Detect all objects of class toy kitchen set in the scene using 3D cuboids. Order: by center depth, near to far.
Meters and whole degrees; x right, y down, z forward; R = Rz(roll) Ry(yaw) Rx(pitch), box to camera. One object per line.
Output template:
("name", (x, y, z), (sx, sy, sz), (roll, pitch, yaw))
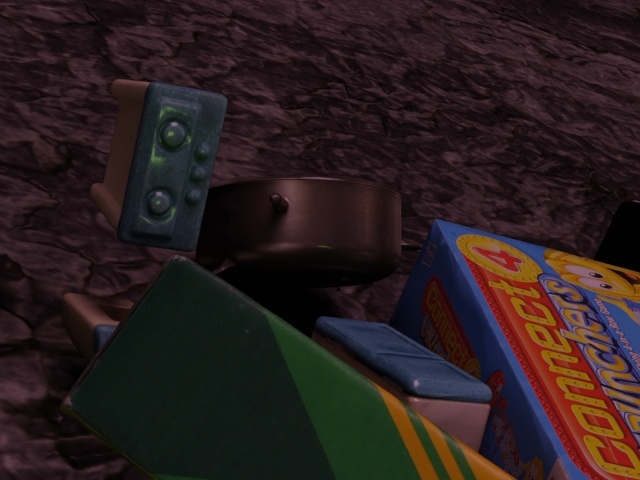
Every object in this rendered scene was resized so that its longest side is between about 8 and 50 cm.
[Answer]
("toy kitchen set", (-0.012, 0.015, 0.736), (0.207, 0.166, 0.122), (8, 11, -29))

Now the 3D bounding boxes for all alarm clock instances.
("alarm clock", (0.000, 0.000, 0.892), (0.129, 0.064, 0.192), (-8, -9, 43))

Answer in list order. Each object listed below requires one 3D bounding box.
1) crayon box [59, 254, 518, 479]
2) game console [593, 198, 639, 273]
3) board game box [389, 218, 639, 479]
("crayon box", (0.071, 0.142, 0.548), (0.318, 0.081, 0.202), (33, -7, 27))
("game console", (0.246, 0.032, 1.009), (0.071, 0.122, 0.107), (35, 26, 29))
("board game box", (0.221, 0.124, 0.831), (0.302, 0.086, 0.308), (14, 24, -18))
